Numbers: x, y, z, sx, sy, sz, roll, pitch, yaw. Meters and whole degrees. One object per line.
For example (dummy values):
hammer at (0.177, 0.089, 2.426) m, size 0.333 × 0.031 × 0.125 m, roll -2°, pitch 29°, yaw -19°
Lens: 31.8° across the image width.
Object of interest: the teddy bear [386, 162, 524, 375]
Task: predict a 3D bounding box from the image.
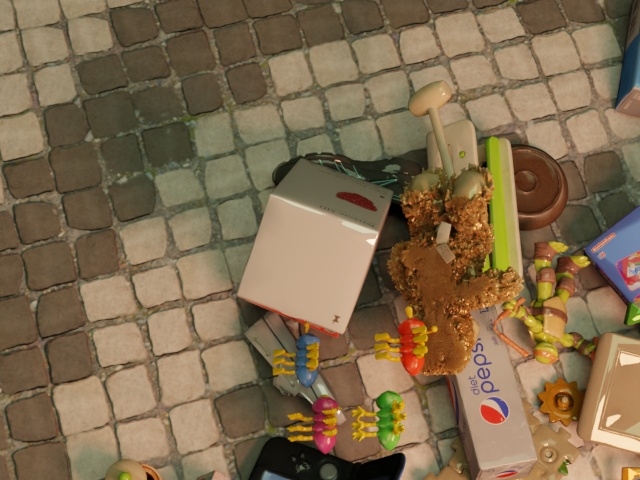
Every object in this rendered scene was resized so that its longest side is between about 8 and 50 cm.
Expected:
teddy bear at (0.206, 0.043, 1.776) m, size 0.245 × 0.113 × 0.338 m, roll -19°, pitch 75°, yaw 33°

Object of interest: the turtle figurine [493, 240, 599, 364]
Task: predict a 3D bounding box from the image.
turtle figurine at (0.398, 0.124, 1.899) m, size 0.270 × 0.087 × 0.217 m, roll 23°, pitch 68°, yaw -23°

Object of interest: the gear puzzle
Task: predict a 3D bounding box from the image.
gear puzzle at (0.317, 0.353, 1.846) m, size 0.175 × 0.044 × 0.339 m, roll 36°, pitch 68°, yaw 18°

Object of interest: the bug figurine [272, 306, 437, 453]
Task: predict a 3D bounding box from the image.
bug figurine at (0.054, 0.217, 1.723) m, size 0.279 × 0.072 × 0.216 m, roll -10°, pitch 63°, yaw 32°

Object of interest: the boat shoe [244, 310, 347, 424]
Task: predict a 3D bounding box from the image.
boat shoe at (-0.043, 0.222, 1.853) m, size 0.076 × 0.083 × 0.226 m, roll -35°, pitch 67°, yaw 0°

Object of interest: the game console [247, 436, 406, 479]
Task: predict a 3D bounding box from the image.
game console at (-0.031, 0.431, 1.680) m, size 0.250 × 0.173 × 0.293 m, roll 17°, pitch 61°, yaw 16°

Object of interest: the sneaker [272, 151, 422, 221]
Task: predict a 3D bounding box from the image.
sneaker at (0.049, -0.090, 1.949) m, size 0.267 × 0.101 × 0.106 m, roll 2°, pitch 73°, yaw -3°

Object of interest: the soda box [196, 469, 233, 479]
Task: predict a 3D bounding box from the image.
soda box at (-0.181, 0.450, 1.726) m, size 0.063 × 0.058 × 0.183 m, roll 36°, pitch 51°, yaw -21°

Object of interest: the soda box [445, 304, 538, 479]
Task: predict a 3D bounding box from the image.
soda box at (0.264, 0.243, 1.828) m, size 0.098 × 0.091 × 0.286 m, roll -9°, pitch 62°, yaw -6°

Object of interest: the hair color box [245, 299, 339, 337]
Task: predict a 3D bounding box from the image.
hair color box at (-0.032, 0.093, 1.878) m, size 0.167 × 0.093 × 0.053 m, roll 23°, pitch 113°, yaw 3°

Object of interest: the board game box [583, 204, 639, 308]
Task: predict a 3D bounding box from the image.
board game box at (0.659, 0.001, 1.910) m, size 0.347 × 0.078 × 0.233 m, roll -38°, pitch 74°, yaw 5°

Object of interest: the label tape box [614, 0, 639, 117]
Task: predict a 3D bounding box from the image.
label tape box at (0.742, -0.326, 2.080) m, size 0.348 × 0.115 × 0.249 m, roll 14°, pitch 71°, yaw -2°

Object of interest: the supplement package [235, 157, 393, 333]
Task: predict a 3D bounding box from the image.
supplement package at (0.000, 0.000, 1.789) m, size 0.178 × 0.293 × 0.175 m, roll 20°, pitch 107°, yaw 2°

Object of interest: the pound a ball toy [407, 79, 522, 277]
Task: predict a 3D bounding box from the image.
pound a ball toy at (0.222, -0.085, 1.917) m, size 0.208 × 0.136 × 0.319 m, roll 17°, pitch 62°, yaw -45°

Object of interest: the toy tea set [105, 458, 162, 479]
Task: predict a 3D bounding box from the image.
toy tea set at (-0.296, 0.503, 1.700) m, size 0.200 × 0.124 × 0.336 m, roll -13°, pitch 72°, yaw -9°

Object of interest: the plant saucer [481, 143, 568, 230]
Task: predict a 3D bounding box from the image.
plant saucer at (0.365, -0.101, 2.015) m, size 0.168 × 0.029 × 0.168 m, roll 2°, pitch 70°, yaw -5°

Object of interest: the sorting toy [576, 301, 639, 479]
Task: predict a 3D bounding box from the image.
sorting toy at (0.532, 0.260, 1.837) m, size 0.196 × 0.047 × 0.347 m, roll 15°, pitch 88°, yaw 4°
